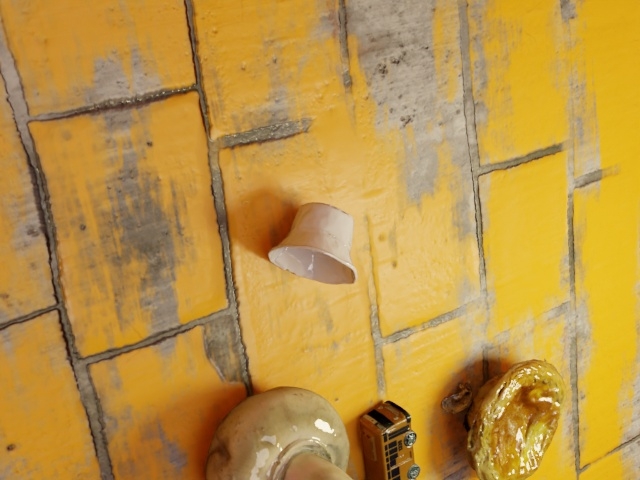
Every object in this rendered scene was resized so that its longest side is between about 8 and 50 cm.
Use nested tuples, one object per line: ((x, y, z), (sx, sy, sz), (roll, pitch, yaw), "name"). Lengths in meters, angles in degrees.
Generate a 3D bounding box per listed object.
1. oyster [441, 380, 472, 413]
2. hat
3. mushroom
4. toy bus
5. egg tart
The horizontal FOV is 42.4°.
((0.341, 0.395, 2.075), (0.083, 0.038, 0.080), (-1, 76, -7), "oyster")
((0.000, 0.000, 1.659), (0.203, 0.203, 0.126), (30, 68, -36), "hat")
((-0.052, 0.461, 1.684), (0.356, 0.315, 0.315), (18, 91, -2), "mushroom")
((0.156, 0.487, 1.921), (0.114, 0.098, 0.201), (-19, 114, -27), "toy bus")
((0.480, 0.453, 2.097), (0.352, 0.150, 0.351), (-14, 113, -35), "egg tart")
